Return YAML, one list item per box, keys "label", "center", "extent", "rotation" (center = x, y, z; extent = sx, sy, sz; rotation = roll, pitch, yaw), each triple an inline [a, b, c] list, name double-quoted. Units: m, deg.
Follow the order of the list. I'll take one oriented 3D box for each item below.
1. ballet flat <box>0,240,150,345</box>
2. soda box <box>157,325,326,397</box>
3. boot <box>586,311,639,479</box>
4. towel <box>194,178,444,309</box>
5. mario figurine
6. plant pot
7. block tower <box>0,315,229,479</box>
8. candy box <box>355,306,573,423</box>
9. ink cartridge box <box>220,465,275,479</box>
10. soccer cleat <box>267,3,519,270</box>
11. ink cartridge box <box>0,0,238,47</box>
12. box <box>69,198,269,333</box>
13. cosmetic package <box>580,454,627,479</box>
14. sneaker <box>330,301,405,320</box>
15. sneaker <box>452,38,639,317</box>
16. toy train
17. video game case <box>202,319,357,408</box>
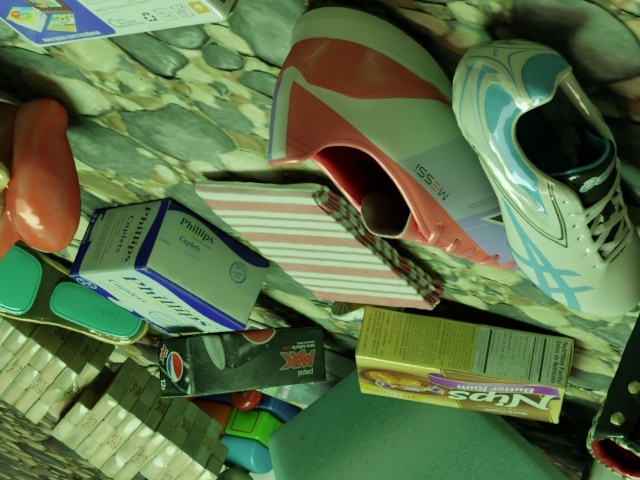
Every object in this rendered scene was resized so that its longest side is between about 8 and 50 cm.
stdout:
- label: "ballet flat"
  center: [-0.292, 0.055, 1.785]
  extent: [0.232, 0.080, 0.073]
  rotation: [24, 176, -4]
- label: "soda box"
  center: [-0.075, 0.117, 1.641]
  extent: [0.169, 0.060, 0.053]
  rotation: [-3, 179, -41]
- label: "boot"
  center: [0.250, 0.059, 1.100]
  extent: [0.085, 0.178, 0.236]
  rotation: [26, 162, 10]
- label: "towel"
  center: [0.000, 0.000, 1.428]
  extent: [0.144, 0.029, 0.197]
  rotation: [3, 152, 42]
- label: "mario figurine"
  center: [-0.345, -0.071, 1.356]
  extent: [0.320, 0.198, 0.170]
  rotation: [30, 146, -12]
- label: "plant pot"
  center: [0.082, 0.265, 1.689]
  extent: [0.252, 0.247, 0.248]
  rotation: [48, 169, 22]
- label: "block tower"
  center: [-0.261, 0.165, 1.853]
  extent: [0.335, 0.091, 0.097]
  rotation: [39, 116, -8]
- label: "candy box"
  center: [0.129, 0.113, 1.513]
  extent: [0.186, 0.053, 0.109]
  rotation: [10, 159, 7]
- label: "ink cartridge box"
  center: [-0.041, 0.317, 2.070]
  extent: [0.273, 0.114, 0.197]
  rotation: [6, 175, 36]
- label: "soccer cleat"
  center: [0.088, -0.030, 1.129]
  extent: [0.318, 0.116, 0.108]
  rotation: [35, 155, -33]
- label: "ink cartridge box"
  center: [-0.185, -0.202, 1.064]
  extent: [0.206, 0.045, 0.208]
  rotation: [0, 152, 45]
- label: "box"
  center: [-0.141, 0.027, 1.566]
  extent: [0.126, 0.072, 0.137]
  rotation: [33, 156, -31]
- label: "cosmetic package"
  center: [0.319, 0.261, 1.699]
  extent: [0.117, 0.085, 0.231]
  rotation: [19, 162, 8]
- label: "sneaker"
  center: [0.043, 0.064, 1.535]
  extent: [0.037, 0.032, 0.083]
  rotation: [33, 157, -29]
- label: "sneaker"
  center: [0.159, -0.028, 1.065]
  extent: [0.086, 0.085, 0.237]
  rotation: [25, 156, 49]
- label: "toy train"
  center: [-0.154, 0.231, 1.991]
  extent: [0.248, 0.143, 0.105]
  rotation: [5, 154, 36]
- label: "video game case"
  center: [-0.048, 0.136, 1.822]
  extent: [0.173, 0.022, 0.190]
  rotation: [21, 160, 0]
